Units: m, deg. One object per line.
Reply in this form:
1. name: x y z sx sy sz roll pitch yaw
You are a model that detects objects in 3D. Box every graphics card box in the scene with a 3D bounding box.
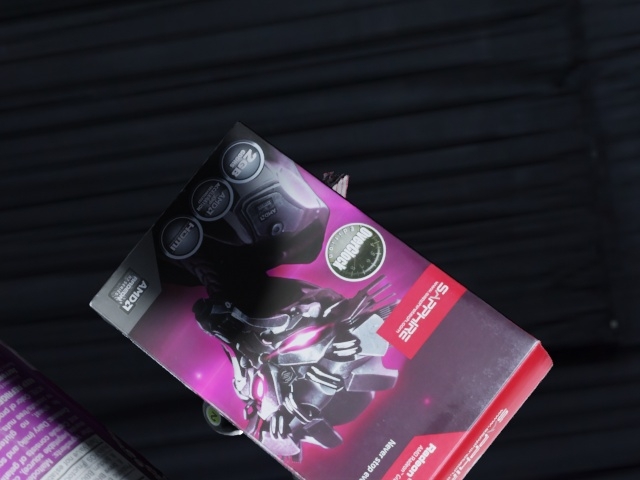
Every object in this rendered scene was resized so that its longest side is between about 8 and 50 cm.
1. graphics card box: -0.003 0.085 1.452 0.371 0.233 0.094 38 -4 21

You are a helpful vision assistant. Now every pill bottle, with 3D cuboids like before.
1. pill bottle: -0.180 0.204 1.047 0.301 0.169 0.169 39 5 8

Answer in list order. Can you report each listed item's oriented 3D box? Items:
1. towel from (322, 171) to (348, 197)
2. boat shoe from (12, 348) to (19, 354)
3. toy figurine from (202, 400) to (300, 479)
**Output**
1. towel: 0.000 0.000 1.736 0.197 0.029 0.144 -45 142 -80
2. boat shoe: -0.328 0.105 1.260 0.080 0.228 0.076 44 41 -44
3. toy figurine: -0.046 0.174 1.785 0.209 0.148 0.213 44 -3 -25
